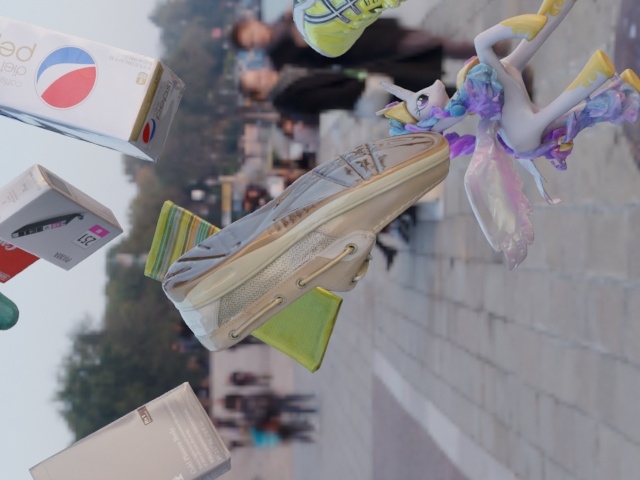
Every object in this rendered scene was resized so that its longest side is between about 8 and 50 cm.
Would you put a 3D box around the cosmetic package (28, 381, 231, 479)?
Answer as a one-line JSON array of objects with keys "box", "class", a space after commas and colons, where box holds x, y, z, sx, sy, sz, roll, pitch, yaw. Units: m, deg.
[{"box": [-0.249, 0.303, 1.607, 0.127, 0.238, 0.107, 57, 167, 14], "class": "cosmetic package"}]

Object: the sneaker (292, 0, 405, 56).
[{"box": [0.067, -0.388, 1.840, 0.147, 0.145, 0.384, 48, 153, 13], "class": "sneaker"}]

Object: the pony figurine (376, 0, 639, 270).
[{"box": [0.306, -0.182, 1.886, 0.351, 0.363, 0.303, 52, -151, -9], "class": "pony figurine"}]

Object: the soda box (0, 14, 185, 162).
[{"box": [-0.227, -0.133, 1.001, 0.069, 0.216, 0.074, 42, -114, -74], "class": "soda box"}]

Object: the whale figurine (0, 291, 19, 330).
[{"box": [-0.472, 0.113, 1.473, 0.141, 0.216, 0.272, 166, 93, -70], "class": "whale figurine"}]

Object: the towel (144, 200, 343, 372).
[{"box": [-0.089, 0.050, 1.334, 0.021, 0.237, 0.102, -34, -32, -52], "class": "towel"}]

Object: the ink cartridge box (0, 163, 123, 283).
[{"box": [-0.489, -0.002, 2.017, 0.060, 0.239, 0.275, 56, -175, 21], "class": "ink cartridge box"}]

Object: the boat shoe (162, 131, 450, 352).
[{"box": [0.000, 0.000, 1.161, 0.098, 0.302, 0.109, 59, 178, -21], "class": "boat shoe"}]
